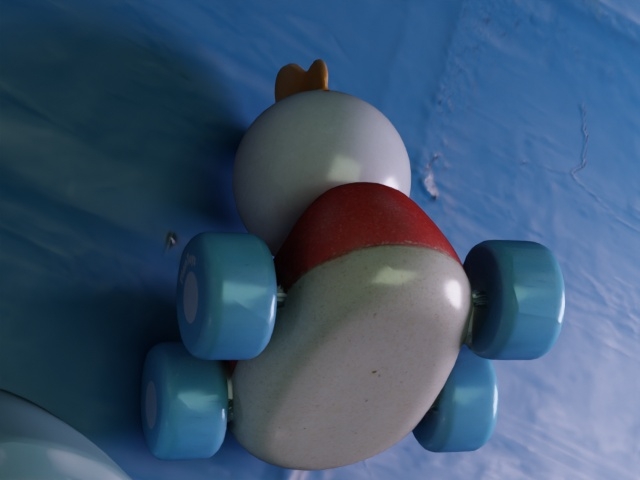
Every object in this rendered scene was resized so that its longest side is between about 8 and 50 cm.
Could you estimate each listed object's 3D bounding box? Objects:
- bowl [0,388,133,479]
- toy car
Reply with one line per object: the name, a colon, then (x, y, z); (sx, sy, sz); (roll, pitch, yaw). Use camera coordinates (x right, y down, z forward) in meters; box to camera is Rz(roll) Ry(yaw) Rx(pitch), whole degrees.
bowl: (-0.185, 0.220, 0.909); (0.311, 0.163, 0.312); (6, 79, -31)
toy car: (0.000, 0.000, 1.084); (0.219, 0.210, 0.238); (1, 52, -19)
